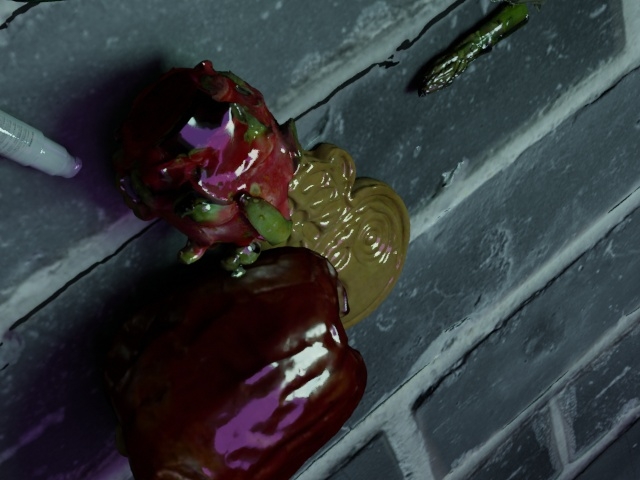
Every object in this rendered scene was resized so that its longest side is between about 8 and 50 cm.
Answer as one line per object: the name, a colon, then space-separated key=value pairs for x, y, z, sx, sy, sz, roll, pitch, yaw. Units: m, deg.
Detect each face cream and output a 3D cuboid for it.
face cream: x=-0.250 y=-0.083 z=0.823 sx=0.130 sy=0.034 sz=0.034 roll=29 pitch=96 yaw=-46

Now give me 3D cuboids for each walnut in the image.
walnut: x=-0.078 y=0.143 z=0.999 sx=0.269 sy=0.221 sz=0.244 roll=-27 pitch=164 yaw=-8

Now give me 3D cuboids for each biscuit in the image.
biscuit: x=0.001 y=0.000 z=1.094 sx=0.202 sy=0.044 sz=0.288 roll=-47 pitch=139 yaw=-7

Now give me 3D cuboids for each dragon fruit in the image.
dragon fruit: x=-0.091 y=-0.057 z=0.888 sx=0.160 sy=0.166 sz=0.172 roll=-20 pitch=134 yaw=29

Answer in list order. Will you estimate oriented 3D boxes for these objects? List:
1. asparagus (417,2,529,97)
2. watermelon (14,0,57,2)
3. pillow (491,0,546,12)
asparagus: x=0.163 y=-0.206 z=1.107 sx=0.165 sy=0.030 sz=0.036 roll=-41 pitch=163 yaw=-14
watermelon: x=-0.141 y=-0.266 z=0.680 sx=0.305 sy=0.180 sz=0.224 roll=-54 pitch=-178 yaw=-23
pillow: x=0.270 y=-0.326 z=1.105 sx=0.241 sy=0.051 sz=0.093 roll=-45 pitch=132 yaw=-11
